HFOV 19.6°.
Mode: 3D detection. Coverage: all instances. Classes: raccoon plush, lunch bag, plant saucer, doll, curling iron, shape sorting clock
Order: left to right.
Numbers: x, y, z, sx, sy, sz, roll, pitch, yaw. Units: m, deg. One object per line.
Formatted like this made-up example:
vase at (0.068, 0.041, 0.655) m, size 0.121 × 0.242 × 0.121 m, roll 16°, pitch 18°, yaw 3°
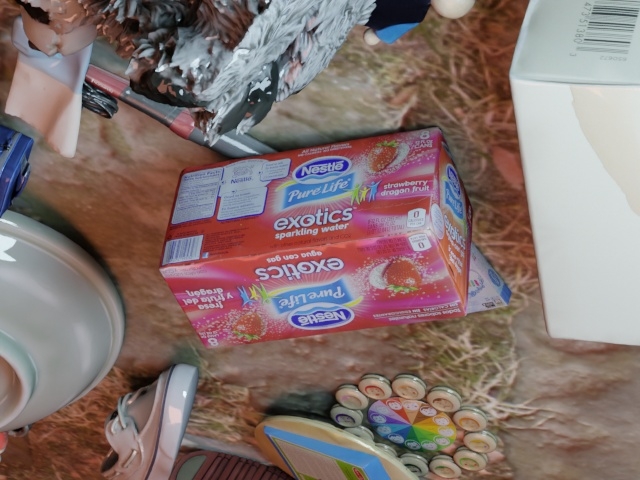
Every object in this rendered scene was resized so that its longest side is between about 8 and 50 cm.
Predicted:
plant saucer at (-0.407, 0.114, 1.956) m, size 0.400 × 0.101 × 0.400 m, roll -1°, pitch 141°, yaw -1°
lunch bag at (-0.315, -0.069, 1.804) m, size 0.065 × 0.067 × 0.098 m, roll 24°, pitch 141°, yaw -6°
curling iron at (-0.119, -0.105, 1.702) m, size 0.274 × 0.035 × 0.068 m, roll 21°, pitch 164°, yaw -8°
raccoon plush at (-0.075, -0.295, 1.385) m, size 0.299 × 0.216 × 0.446 m, roll 44°, pitch 103°, yaw 13°
shape sorting clock at (0.023, 0.248, 2.047) m, size 0.206 × 0.040 × 0.206 m, roll 25°, pitch 156°, yaw 12°
doll at (0.032, -0.210, 1.491) m, size 0.189 × 0.046 × 0.129 m, roll 13°, pitch 143°, yaw 10°

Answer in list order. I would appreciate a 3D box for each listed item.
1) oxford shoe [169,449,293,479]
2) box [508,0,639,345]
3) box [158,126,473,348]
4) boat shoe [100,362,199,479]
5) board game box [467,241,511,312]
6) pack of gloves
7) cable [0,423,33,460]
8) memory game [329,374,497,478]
oxford shoe at (-0.031, 0.371, 2.153) m, size 0.348 × 0.123 × 0.130 m, roll 33°, pitch 150°, yaw 6°
box at (0.238, -0.064, 1.498) m, size 0.121 × 0.148 × 0.311 m, roll 5°, pitch 142°, yaw 18°
box at (0.000, 0.000, 1.666) m, size 0.256 × 0.128 × 0.123 m, roll -9°, pitch 136°, yaw 18°
boat shoe at (-0.197, 0.209, 2.079) m, size 0.088 × 0.096 × 0.267 m, roll 17°, pitch 151°, yaw -4°
board game box at (0.122, 0.035, 1.773) m, size 0.090 × 0.020 × 0.090 m, roll -13°, pitch 132°, yaw 36°
pack of gloves at (-0.293, -0.184, 1.628) m, size 0.195 × 0.046 × 0.232 m, roll 33°, pitch 144°, yaw 10°
cable at (-0.400, 0.164, 2.125) m, size 0.139 × 0.072 × 0.287 m, roll 12°, pitch 142°, yaw 3°
memory game at (0.099, 0.202, 1.996) m, size 0.186 × 0.012 × 0.186 m, roll 13°, pitch 142°, yaw 10°
